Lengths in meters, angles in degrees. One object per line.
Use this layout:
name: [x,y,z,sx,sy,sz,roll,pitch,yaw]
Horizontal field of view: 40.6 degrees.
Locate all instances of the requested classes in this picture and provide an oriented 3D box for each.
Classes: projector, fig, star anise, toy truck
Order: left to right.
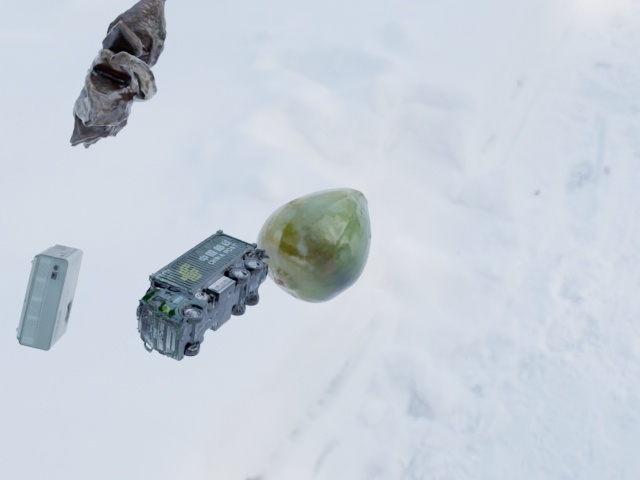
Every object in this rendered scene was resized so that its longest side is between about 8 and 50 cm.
projector: [-0.429,0.086,1.369,0.061,0.147,0.115,14,7,-4]
star anise: [-0.315,-0.251,1.365,0.109,0.349,0.292,20,55,-17]
toy truck: [-0.184,0.082,1.350,0.121,0.088,0.259,21,32,20]
fig: [0.002,0.010,1.616,0.230,0.207,0.207,-22,35,-36]
